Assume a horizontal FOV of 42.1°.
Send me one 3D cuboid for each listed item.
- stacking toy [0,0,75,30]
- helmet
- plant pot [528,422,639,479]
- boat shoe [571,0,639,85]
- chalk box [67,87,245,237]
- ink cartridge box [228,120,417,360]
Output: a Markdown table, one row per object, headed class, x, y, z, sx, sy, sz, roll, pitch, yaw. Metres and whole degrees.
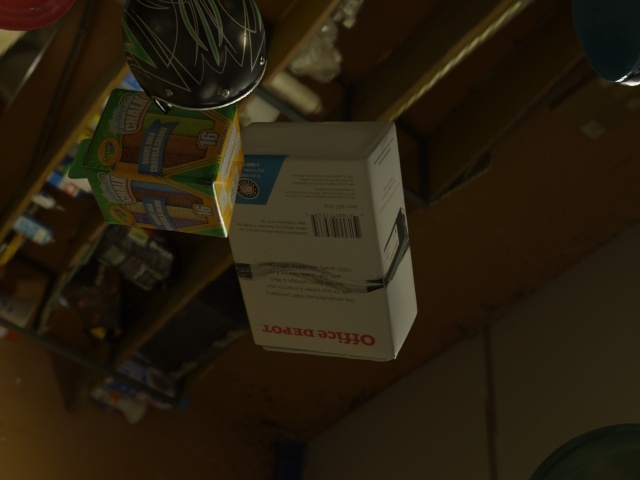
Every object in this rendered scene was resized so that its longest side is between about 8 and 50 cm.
| class | x | y | z | sx | sy | sz | roll | pitch | yaw |
| --- | --- | --- | --- | --- | --- | --- | --- | --- | --- |
| stacking toy | -0.408 | -0.262 | 0.826 | 0.130 | 0.279 | 0.309 | 32 | -98 | 24 |
| helmet | -0.137 | -0.219 | 0.907 | 0.169 | 0.169 | 0.161 | -62 | -170 | -9 |
| plant pot | 0.399 | 0.386 | 0.923 | 0.341 | 0.341 | 0.334 | -60 | 170 | -4 |
| boat shoe | 0.291 | -0.259 | 0.763 | 0.109 | 0.089 | 0.258 | -28 | -123 | 58 |
| chalk box | -0.217 | -0.102 | 1.067 | 0.132 | 0.213 | 0.132 | 90 | 8 | -59 |
| ink cartridge box | 0.000 | 0.000 | 1.478 | 0.285 | 0.395 | 0.166 | 3 | -149 | 24 |
